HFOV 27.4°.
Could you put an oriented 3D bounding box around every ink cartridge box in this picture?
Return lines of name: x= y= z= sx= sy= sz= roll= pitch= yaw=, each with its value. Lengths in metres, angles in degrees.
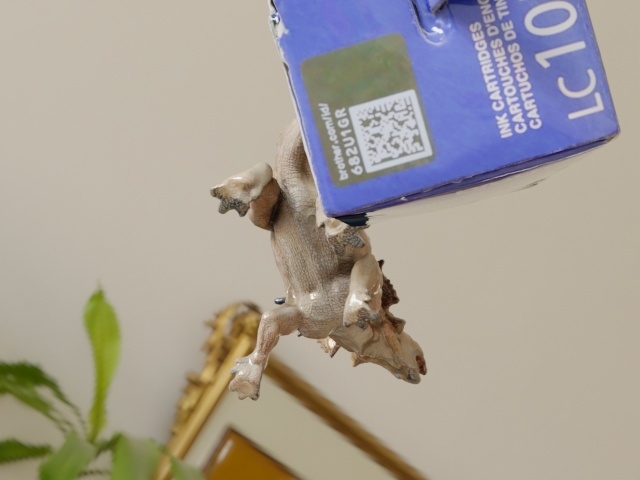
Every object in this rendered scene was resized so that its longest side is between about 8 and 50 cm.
ink cartridge box: x=0.042 y=-0.150 z=0.719 sx=0.395 sy=0.151 sz=0.269 roll=1 pitch=74 yaw=-85

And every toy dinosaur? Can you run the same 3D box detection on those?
toy dinosaur: x=0.000 y=0.000 z=1.057 sx=0.127 sy=0.200 sz=0.295 roll=-4 pitch=-72 yaw=14
